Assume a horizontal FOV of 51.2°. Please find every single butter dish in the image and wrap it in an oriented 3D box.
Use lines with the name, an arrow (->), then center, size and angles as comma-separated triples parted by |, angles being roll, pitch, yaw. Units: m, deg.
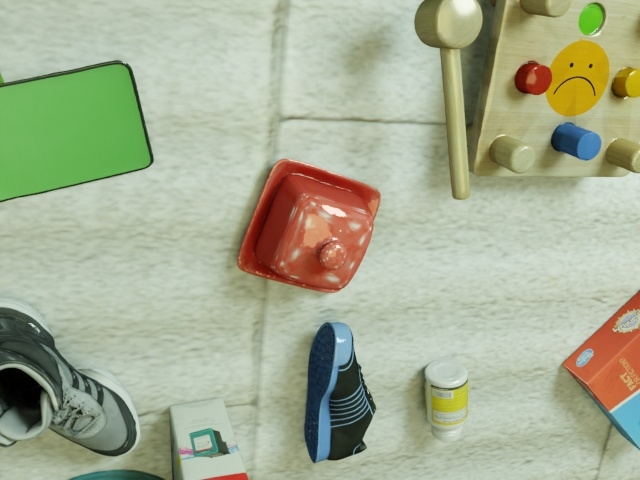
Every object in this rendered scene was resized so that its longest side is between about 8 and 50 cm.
butter dish -> 0.000, 0.000, 0.823 | 0.160, 0.118, 0.160 | 17, 104, -24

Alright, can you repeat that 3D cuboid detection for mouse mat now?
mouse mat -> -0.280, -0.110, 0.705 | 0.189, 0.007, 0.153 | -14, 143, -13

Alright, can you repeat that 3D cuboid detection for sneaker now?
sneaker -> 0.034, 0.213, 0.947 | 0.090, 0.081, 0.232 | -4, 119, -21
sneaker -> -0.307, 0.195, 0.773 | 0.101, 0.153, 0.269 | -36, 118, -2

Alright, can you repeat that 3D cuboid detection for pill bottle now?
pill bottle -> 0.192, 0.246, 1.020 | 0.065, 0.065, 0.116 | -11, 115, -15

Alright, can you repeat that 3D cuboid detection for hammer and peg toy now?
hammer and peg toy -> 0.267, -0.197, 0.834 | 0.361, 0.127, 0.266 | -3, 113, -18

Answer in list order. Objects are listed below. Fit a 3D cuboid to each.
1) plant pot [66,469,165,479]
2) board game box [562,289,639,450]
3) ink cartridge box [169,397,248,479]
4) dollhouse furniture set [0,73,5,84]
plant pot -> -0.271, 0.483, 0.845 | 0.271, 0.255, 0.272 | -7, 112, -17
board game box -> 0.596, 0.181, 1.135 | 0.316, 0.064, 0.242 | -45, 118, 2
ink cartridge box -> -0.139, 0.321, 0.839 | 0.078, 0.231, 0.134 | -4, 112, -18
dollhouse furniture set -> -0.407, -0.154, 0.672 | 0.151, 0.059, 0.076 | -9, 123, 5
